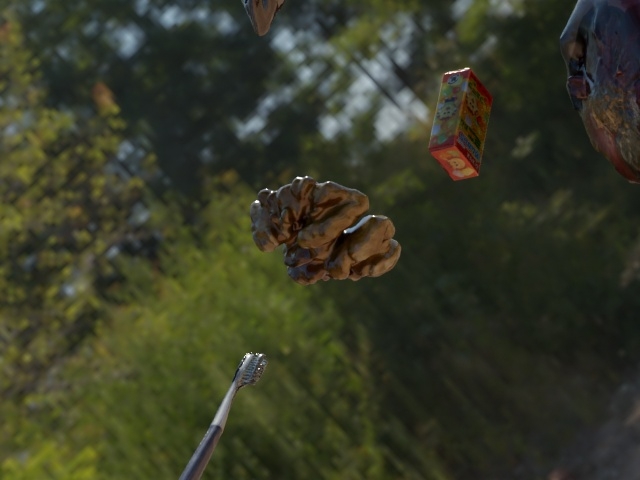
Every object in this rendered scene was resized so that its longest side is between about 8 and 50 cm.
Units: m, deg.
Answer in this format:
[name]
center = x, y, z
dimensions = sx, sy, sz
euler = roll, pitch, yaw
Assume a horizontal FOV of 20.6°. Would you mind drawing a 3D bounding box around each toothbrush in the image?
[toothbrush]
center = -0.111, 0.205, 1.764
dimensions = 0.026, 0.024, 0.288
euler = -6, 31, 26

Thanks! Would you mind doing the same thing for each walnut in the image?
[walnut]
center = 0.000, 0.000, 1.771
dimensions = 0.170, 0.143, 0.069
euler = -16, 38, 54

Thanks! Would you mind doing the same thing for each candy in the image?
[candy]
center = 0.165, -0.137, 2.064
dimensions = 0.038, 0.062, 0.122
euler = -12, 49, 33

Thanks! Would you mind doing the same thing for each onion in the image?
[onion]
center = 0.426, -0.208, 2.221
dimensions = 0.195, 0.272, 0.272
euler = -14, -12, -14

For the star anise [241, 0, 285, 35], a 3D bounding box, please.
[star anise]
center = -0.056, -0.266, 1.420
dimensions = 0.197, 0.212, 0.073
euler = -33, -13, -9
